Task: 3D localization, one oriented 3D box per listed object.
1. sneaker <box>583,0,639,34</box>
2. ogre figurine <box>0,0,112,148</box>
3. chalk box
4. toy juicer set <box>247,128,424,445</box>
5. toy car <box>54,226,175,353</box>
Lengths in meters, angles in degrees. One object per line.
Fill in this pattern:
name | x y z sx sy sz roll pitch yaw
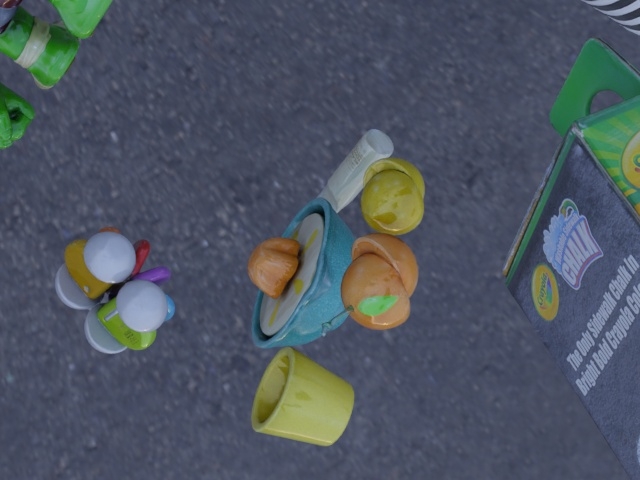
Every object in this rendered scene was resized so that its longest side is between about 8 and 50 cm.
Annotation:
sneaker | 0.304 -0.291 0.807 0.257 0.169 0.447 -5 138 -53
ogre figurine | -0.155 -0.128 0.646 0.118 0.197 0.097 30 65 -16
chalk box | 0.170 0.008 0.583 0.132 0.213 0.132 -22 156 -18
toy juicer set | 0.000 0.000 1.160 0.089 0.329 0.209 24 114 -17
toy car | -0.276 0.063 1.998 0.136 0.159 0.182 -33 89 -42
